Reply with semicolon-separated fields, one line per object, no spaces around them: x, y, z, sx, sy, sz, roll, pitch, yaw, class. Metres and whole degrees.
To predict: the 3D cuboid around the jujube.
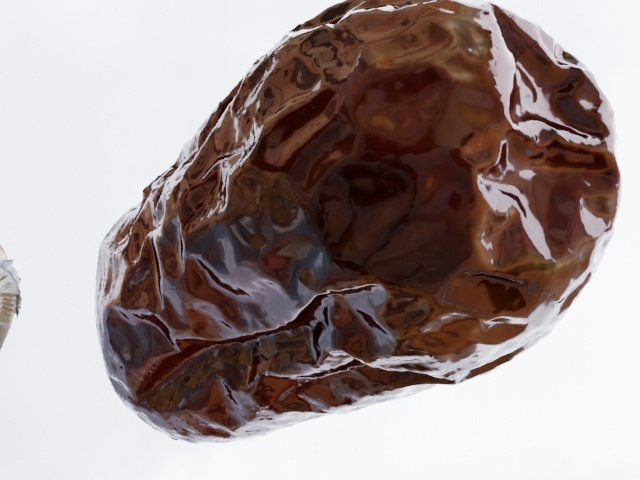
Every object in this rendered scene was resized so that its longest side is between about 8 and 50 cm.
0.000;0.000;0.958;0.342;0.216;0.216;-32;-94;43;jujube

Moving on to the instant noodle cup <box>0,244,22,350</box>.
-0.182;0.002;0.388;0.174;0.213;0.213;45;-70;10;instant noodle cup
